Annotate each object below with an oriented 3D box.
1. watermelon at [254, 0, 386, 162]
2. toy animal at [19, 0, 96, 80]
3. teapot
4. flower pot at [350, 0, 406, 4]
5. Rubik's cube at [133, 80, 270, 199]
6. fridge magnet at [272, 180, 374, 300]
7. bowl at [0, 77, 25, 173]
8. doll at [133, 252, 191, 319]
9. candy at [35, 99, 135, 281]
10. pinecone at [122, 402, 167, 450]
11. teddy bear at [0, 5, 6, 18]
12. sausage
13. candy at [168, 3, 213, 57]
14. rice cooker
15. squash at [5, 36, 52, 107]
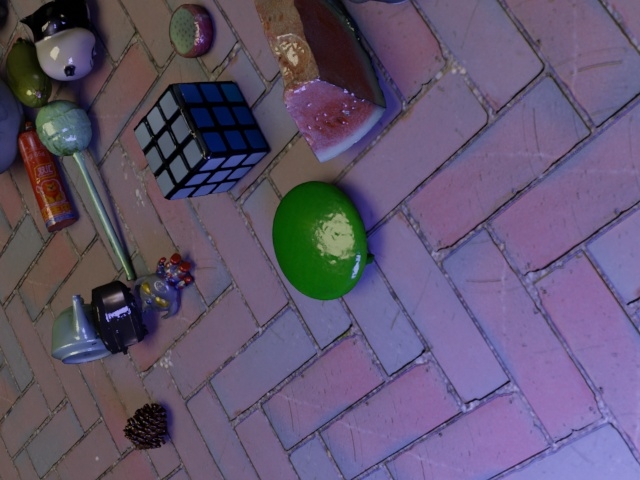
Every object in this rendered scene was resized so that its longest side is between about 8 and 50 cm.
[{"bbox_3d":[-0.007,-0.290,1.334,0.148,0.226,0.319,-21,97,16],"label":"watermelon"},{"bbox_3d":[-0.561,-0.438,1.860,0.166,0.138,0.179,-6,104,63],"label":"toy animal"},{"bbox_3d":[-0.555,0.203,1.990,0.159,0.158,0.232,62,160,13],"label":"teapot"},{"bbox_3d":[0.128,-0.436,1.238,0.229,0.108,0.103,-38,75,42],"label":"flower pot"},{"bbox_3d":[-0.220,-0.187,1.576,0.163,0.162,0.161,-38,73,42],"label":"Rubik's cube"},{"bbox_3d":[0.000,0.000,1.466,0.208,0.088,0.208,11,108,39],"label":"fridge magnet"},{"bbox_3d":[-0.843,-0.290,2.112,0.307,0.163,0.308,12,106,46],"label":"bowl"},{"bbox_3d":[-0.337,0.101,1.816,0.104,0.062,0.195,29,129,-17],"label":"doll"},{"bbox_3d":[-0.513,-0.113,1.919,0.119,0.119,0.440,-25,90,43],"label":"candy"},{"bbox_3d":[-0.387,0.422,1.916,0.102,0.102,0.109,47,116,24],"label":"pinecone"},{"bbox_3d":[-0.907,-0.590,2.125,0.267,0.151,0.236,17,87,36],"label":"teddy bear"},{"bbox_3d":[-0.666,-0.159,2.053,0.074,0.074,0.274,-30,78,42],"label":"sausage"},{"bbox_3d":[-0.248,-0.401,1.634,0.103,0.043,0.103,14,110,42],"label":"candy"},{"bbox_3d":[-0.448,0.169,1.877,0.112,0.106,0.165,46,159,56],"label":"rice cooker"},{"bbox_3d":[-0.675,-0.384,1.957,0.341,0.094,0.095,52,132,49],"label":"squash"}]
